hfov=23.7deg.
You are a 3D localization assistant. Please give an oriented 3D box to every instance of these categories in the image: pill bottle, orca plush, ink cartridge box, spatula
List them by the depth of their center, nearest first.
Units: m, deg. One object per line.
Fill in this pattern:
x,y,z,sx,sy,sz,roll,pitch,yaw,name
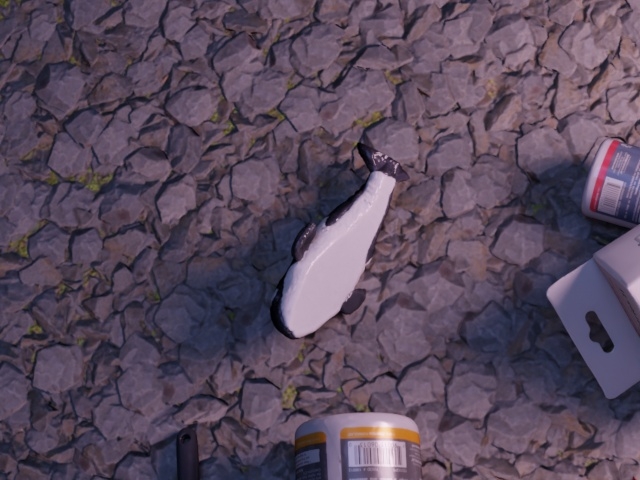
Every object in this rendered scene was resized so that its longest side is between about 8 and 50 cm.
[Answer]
0.480,0.057,1.876,0.353,0.119,0.207,-34,114,1,ink cartridge box
0.051,0.363,1.905,0.162,0.162,0.278,-6,72,10,pill bottle
0.439,-0.058,1.981,0.180,0.108,0.108,18,78,16,pill bottle
-0.167,0.390,2.013,0.084,0.030,0.296,-9,71,8,spatula
0.000,0.000,2.064,0.102,0.151,0.287,10,76,47,orca plush

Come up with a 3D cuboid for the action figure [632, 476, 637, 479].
0.355,0.341,1.918,0.115,0.030,0.038,-36,74,2,action figure
